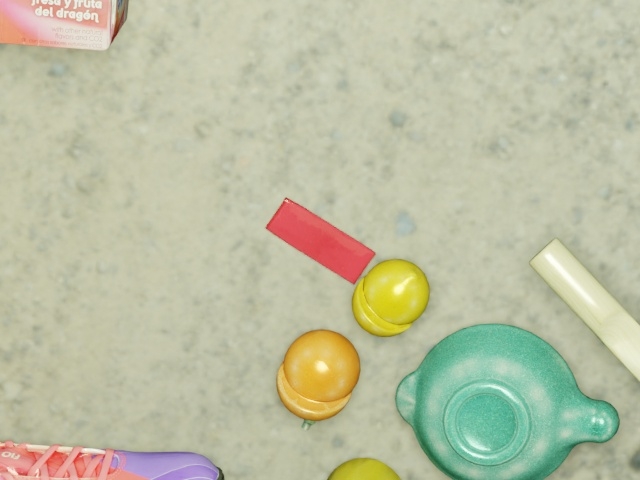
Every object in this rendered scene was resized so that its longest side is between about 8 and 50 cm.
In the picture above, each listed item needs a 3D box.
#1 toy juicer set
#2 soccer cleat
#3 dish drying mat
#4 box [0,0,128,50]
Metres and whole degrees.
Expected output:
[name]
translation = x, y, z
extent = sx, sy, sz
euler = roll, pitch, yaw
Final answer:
[toy juicer set]
translation = 0.121, 0.098, 1.444
extent = 0.329, 0.089, 0.209
euler = -22, 93, 15
[soccer cleat]
translation = -0.236, 0.203, 1.463
extent = 0.318, 0.108, 0.116
euler = -14, 102, 7
[dish drying mat]
translation = 0.000, 0.000, 1.448
extent = 0.083, 0.008, 0.032
euler = 32, 105, -10
[box]
translation = -0.265, -0.212, 1.320
extent = 0.257, 0.128, 0.122
euler = 5, 107, -1
